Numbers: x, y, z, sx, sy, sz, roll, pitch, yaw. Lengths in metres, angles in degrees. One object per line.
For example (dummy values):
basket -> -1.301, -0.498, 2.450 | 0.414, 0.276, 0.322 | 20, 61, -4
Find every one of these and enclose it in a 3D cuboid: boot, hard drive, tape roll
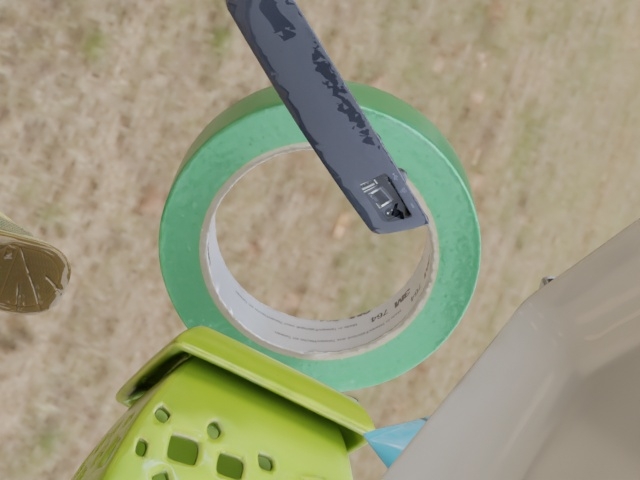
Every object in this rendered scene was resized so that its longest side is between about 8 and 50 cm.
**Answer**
boot -> -0.378, -0.023, 1.189 | 0.262, 0.203, 0.095 | 21, 95, -37
hard drive -> -0.008, -0.127, 1.049 | 0.054, 0.172, 0.254 | -32, 119, 3
tape roll -> 0.000, 0.000, 1.315 | 0.077, 0.321, 0.321 | -86, -170, -67

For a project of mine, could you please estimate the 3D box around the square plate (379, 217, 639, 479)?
square plate -> 0.096, 0.071, 0.399 | 0.344, 0.049, 0.347 | -47, -177, -37

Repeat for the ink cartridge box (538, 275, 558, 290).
ink cartridge box -> 0.241, 0.192, 1.110 | 0.069, 0.176, 0.370 | -99, -166, -52

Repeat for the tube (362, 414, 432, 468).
tube -> 0.108, 0.165, 0.646 | 0.080, 0.207, 0.052 | -7, 140, -42

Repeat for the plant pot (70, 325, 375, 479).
plant pot -> -0.093, 0.213, 1.126 | 0.227, 0.228, 0.207 | -43, -157, 58
